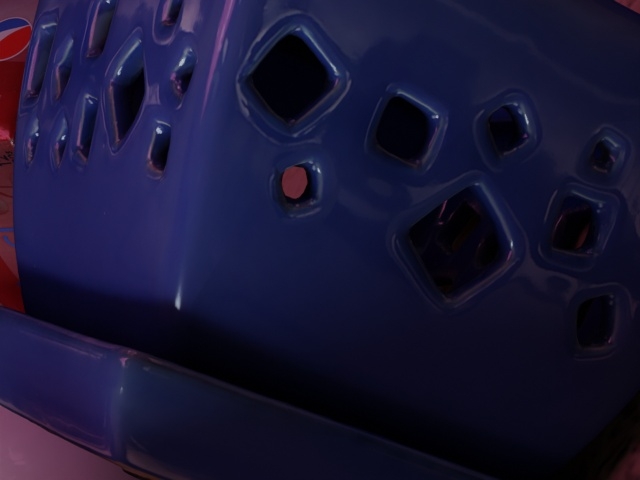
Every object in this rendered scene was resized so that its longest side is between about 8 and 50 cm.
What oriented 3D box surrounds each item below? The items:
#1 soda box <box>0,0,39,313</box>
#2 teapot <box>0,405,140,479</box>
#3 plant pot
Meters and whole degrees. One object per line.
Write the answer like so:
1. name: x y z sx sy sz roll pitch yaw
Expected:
1. soda box: -0.112 -0.005 0.907 0.083 0.263 0.092 -1 56 24
2. teapot: -0.175 0.167 0.847 0.256 0.187 0.252 34 121 46
3. plant pot: 0.000 0.000 0.718 0.236 0.236 0.212 10 79 64
